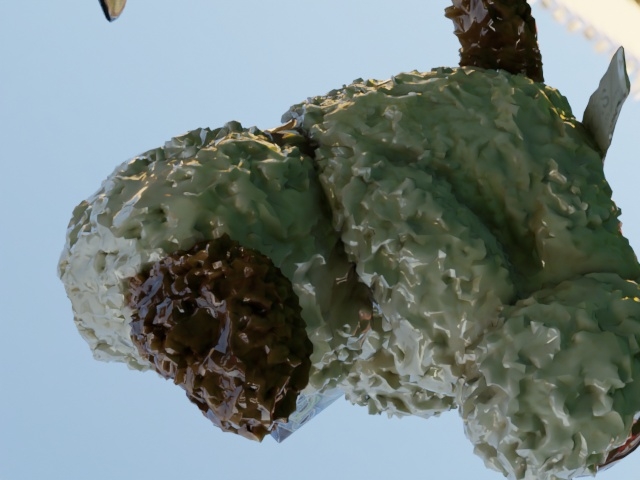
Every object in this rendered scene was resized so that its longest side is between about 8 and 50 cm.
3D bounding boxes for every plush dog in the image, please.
[{"bbox_3d":[0.000,0.000,0.665,0.225,0.262,0.211,-11,-82,-17],"label":"plush dog"}]

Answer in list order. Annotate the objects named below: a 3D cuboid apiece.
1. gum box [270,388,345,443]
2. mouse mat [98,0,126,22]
[{"bbox_3d":[0.024,0.050,1.148,0.184,0.157,0.041,-37,-117,-20],"label":"gum box"},{"bbox_3d":[-0.071,-0.177,0.528,0.007,0.190,0.153,10,-104,7],"label":"mouse mat"}]
